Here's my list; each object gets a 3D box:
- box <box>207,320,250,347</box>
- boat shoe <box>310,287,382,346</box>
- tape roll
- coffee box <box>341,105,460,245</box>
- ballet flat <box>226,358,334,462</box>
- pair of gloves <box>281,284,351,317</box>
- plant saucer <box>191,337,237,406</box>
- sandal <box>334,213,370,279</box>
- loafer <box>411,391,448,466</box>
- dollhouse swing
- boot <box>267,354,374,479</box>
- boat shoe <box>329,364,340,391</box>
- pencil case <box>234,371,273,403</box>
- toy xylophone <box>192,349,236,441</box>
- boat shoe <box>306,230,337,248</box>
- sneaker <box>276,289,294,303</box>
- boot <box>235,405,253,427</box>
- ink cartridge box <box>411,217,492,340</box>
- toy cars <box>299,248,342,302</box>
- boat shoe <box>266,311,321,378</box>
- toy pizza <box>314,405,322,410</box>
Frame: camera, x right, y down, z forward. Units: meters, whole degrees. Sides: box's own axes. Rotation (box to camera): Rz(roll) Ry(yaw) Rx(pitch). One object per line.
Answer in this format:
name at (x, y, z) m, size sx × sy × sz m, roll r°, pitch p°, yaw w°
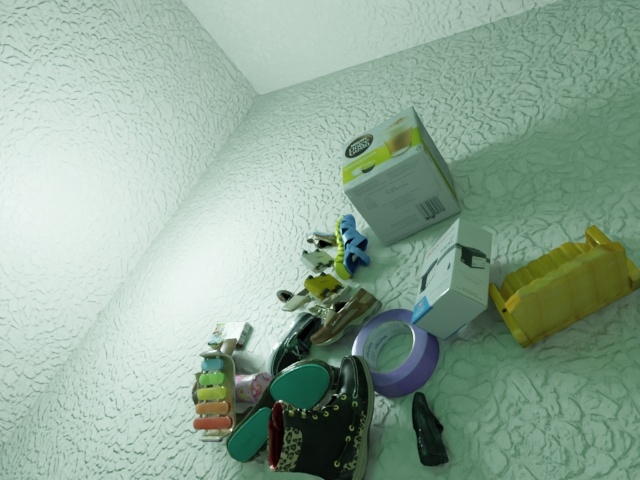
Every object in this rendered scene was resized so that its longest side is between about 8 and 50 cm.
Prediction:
box at (-0.414, 0.427, 2.239) m, size 0.207 × 0.036 × 0.114 m, roll -11°, pitch 45°, yaw 38°
boat shoe at (0.075, 0.272, 1.786) m, size 0.324 × 0.116 × 0.123 m, roll -39°, pitch 2°, yaw 28°
tape roll at (0.239, 0.359, 1.604) m, size 0.275 × 0.090 × 0.275 m, roll -26°, pitch 38°, yaw 23°
coffee box at (0.309, -0.254, 1.971) m, size 0.337 × 0.338 × 0.334 m, roll -26°, pitch 38°, yaw 23°
ballet flat at (-0.130, 0.555, 1.691) m, size 0.483 × 0.164 × 0.182 m, roll -47°, pitch -8°, yaw 11°
pair of gloves at (-0.017, 0.239, 1.984) m, size 0.240 × 0.042 × 0.204 m, roll -1°, pitch 26°, yaw 37°
plant saucer at (-0.444, 0.527, 2.034) m, size 0.310 × 0.050 × 0.310 m, roll -53°, pitch 12°, yaw 16°
sandal at (0.140, 0.016, 2.060) m, size 0.138 × 0.126 × 0.317 m, roll -20°, pitch 48°, yaw 24°
loafer at (0.303, 0.524, 1.388) m, size 0.078 × 0.076 × 0.223 m, roll 0°, pitch 34°, yaw -1°
dollhouse swing at (0.616, 0.077, 1.338) m, size 0.347 × 0.305 × 0.315 m, roll -34°, pitch 35°, yaw 16°
boot at (0.003, 0.506, 1.449) m, size 0.138 × 0.284 × 0.377 m, roll -29°, pitch 49°, yaw 57°
boat shoe at (0.012, 0.468, 1.728) m, size 0.233 × 0.079 × 0.084 m, roll -2°, pitch 50°, yaw 42°
pencil case at (-0.287, 0.554, 1.866) m, size 0.284 × 0.124 × 0.124 m, roll -18°, pitch 40°, yaw 49°
toy xylophone at (-0.397, 0.567, 1.805) m, size 0.236 × 0.081 × 0.323 m, roll -25°, pitch 65°, yaw 33°
boat shoe at (0.000, 0.000, 2.254) m, size 0.183 × 0.066 × 0.066 m, roll -7°, pitch 50°, yaw 41°
sneaker at (-0.152, 0.238, 2.151) m, size 0.061 × 0.065 × 0.158 m, roll -53°, pitch 35°, yaw -14°
boot at (-0.307, 0.656, 1.838) m, size 0.042 × 0.087 × 0.118 m, roll -2°, pitch 52°, yaw 45°
ink cartridge box at (0.411, 0.117, 1.543) m, size 0.223 × 0.129 × 0.307 m, roll -59°, pitch 6°, yaw 47°
toy cars at (-0.011, 0.144, 1.993) m, size 0.087 × 0.176 × 0.394 m, roll -60°, pitch 17°, yaw 19°
boat shoe at (-0.093, 0.406, 1.885) m, size 0.102 × 0.108 × 0.301 m, roll 0°, pitch 46°, yaw 47°
toy pizza at (-0.050, 0.640, 1.643) m, size 0.201 × 0.032 × 0.201 m, roll -27°, pitch 38°, yaw 23°
